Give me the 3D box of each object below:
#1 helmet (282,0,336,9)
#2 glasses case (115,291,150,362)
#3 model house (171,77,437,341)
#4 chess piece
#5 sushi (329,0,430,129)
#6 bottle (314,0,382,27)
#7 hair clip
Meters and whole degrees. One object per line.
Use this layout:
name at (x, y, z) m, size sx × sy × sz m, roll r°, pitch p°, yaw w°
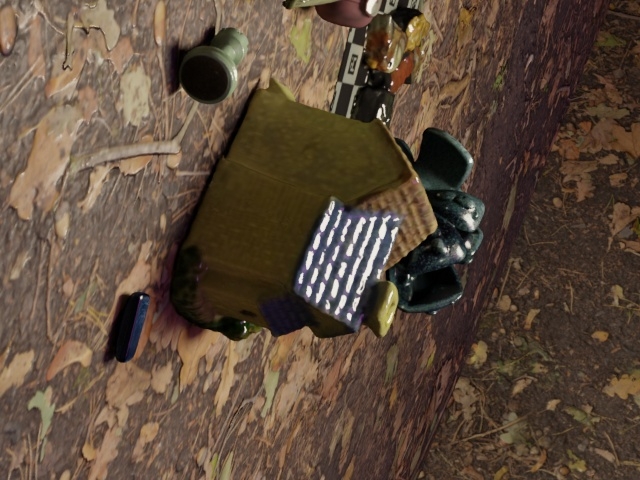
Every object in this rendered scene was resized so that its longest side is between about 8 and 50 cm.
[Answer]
helmet at (0.010, -0.387, 1.612) m, size 0.204 × 0.137 × 0.257 m, roll -37°, pitch 178°, yaw 18°
glasses case at (-0.218, 0.097, 1.525) m, size 0.033 × 0.023 × 0.083 m, roll -12°, pitch 119°, yaw -77°
model house at (0.000, 0.000, 1.722) m, size 0.261 × 0.266 × 0.321 m, roll 63°, pitch 46°, yaw -61°
chess piece at (-0.115, -0.205, 1.516) m, size 0.103 × 0.067 × 0.067 m, roll -64°, pitch 162°, yaw -55°
sushi at (0.113, -0.267, 2.166) m, size 0.343 × 0.064 × 0.359 m, roll -8°, pitch 113°, yaw -71°
bottle at (0.054, -0.402, 1.780) m, size 0.110 × 0.110 × 0.233 m, roll -4°, pitch 109°, yaw -72°
hair clip at (0.119, -0.041, 1.956) m, size 0.206 × 0.310 × 0.194 m, roll -34°, pitch 146°, yaw -20°
